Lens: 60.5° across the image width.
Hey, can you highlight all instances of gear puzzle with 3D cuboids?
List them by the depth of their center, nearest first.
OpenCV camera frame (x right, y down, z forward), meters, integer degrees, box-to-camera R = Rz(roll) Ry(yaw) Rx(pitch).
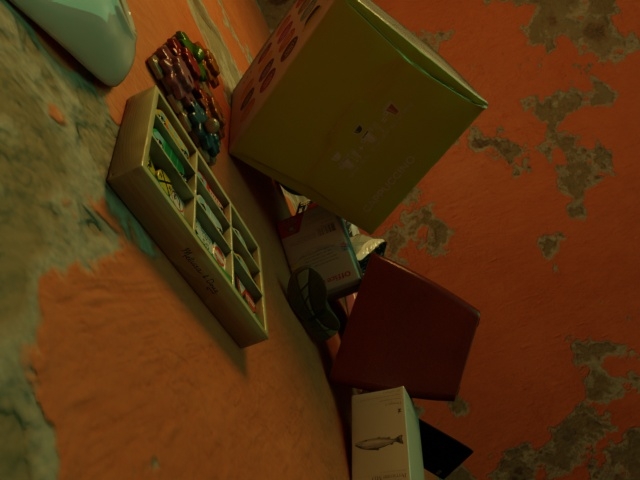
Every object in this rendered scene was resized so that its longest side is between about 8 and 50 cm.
[{"bbox_3d":[-0.185,-0.249,0.880,0.339,0.044,0.175,-99,166,-61],"label":"gear puzzle"}]

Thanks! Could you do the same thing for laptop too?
[{"bbox_3d":[0.270,0.475,1.468,0.234,0.137,0.264,104,-18,-49],"label":"laptop"}]

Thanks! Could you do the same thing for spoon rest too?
[{"bbox_3d":[-0.222,-0.223,0.456,0.276,0.084,0.137,120,-49,-82],"label":"spoon rest"}]

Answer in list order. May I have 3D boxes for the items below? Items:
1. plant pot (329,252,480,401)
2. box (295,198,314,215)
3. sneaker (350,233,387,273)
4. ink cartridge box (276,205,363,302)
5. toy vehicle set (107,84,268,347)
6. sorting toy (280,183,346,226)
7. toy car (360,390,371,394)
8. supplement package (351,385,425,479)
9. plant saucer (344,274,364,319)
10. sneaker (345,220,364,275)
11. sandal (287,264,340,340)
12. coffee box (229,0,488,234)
[{"bbox_3d":[0.193,0.208,1.150,0.267,0.236,0.267,49,59,-70],"label":"plant pot"},{"bbox_3d":[0.000,0.000,1.535,0.175,0.051,0.220,-86,153,-74],"label":"box"},{"bbox_3d":[0.062,0.054,1.420,0.271,0.108,0.100,-27,136,-49],"label":"sneaker"},{"bbox_3d":[0.005,0.034,1.146,0.127,0.128,0.176,49,21,-70],"label":"ink cartridge box"},{"bbox_3d":[-0.134,-0.020,0.614,0.166,0.035,0.267,-103,169,-48],"label":"toy vehicle set"},{"bbox_3d":[-0.070,-0.124,1.308,0.126,0.127,0.365,-44,113,-50],"label":"sorting toy"},{"bbox_3d":[0.151,0.460,1.305,0.225,0.053,0.239,-91,158,-70],"label":"toy car"},{"bbox_3d":[0.120,0.370,0.978,0.179,0.105,0.105,-87,157,-48],"label":"supplement package"},{"bbox_3d":[0.134,0.235,1.520,0.332,0.084,0.332,-12,90,-85],"label":"plant saucer"},{"bbox_3d":[0.077,0.001,1.822,0.210,0.137,0.365,61,15,-57],"label":"sneaker"},{"bbox_3d":[-0.016,0.115,1.013,0.049,0.072,0.180,52,-10,52],"label":"sandal"},{"bbox_3d":[0.052,-0.282,1.089,0.338,0.337,0.334,29,26,-24],"label":"coffee box"}]
